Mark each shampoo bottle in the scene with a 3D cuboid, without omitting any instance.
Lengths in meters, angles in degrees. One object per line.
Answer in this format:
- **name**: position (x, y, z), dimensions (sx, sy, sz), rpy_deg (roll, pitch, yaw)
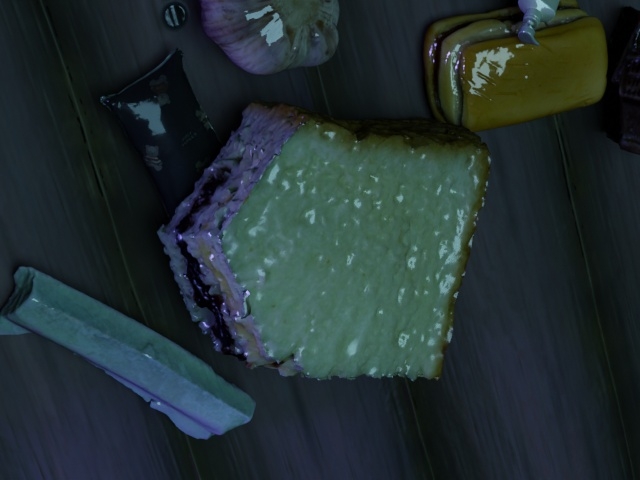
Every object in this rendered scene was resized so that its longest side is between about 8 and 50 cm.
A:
- **shampoo bottle**: position (0.229, -0.260, 1.757), dimensions (0.049, 0.034, 0.141), rpy_deg (34, 57, -18)

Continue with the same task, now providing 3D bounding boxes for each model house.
- **model house**: position (0.360, -0.174, 1.826), dimensions (0.106, 0.165, 0.152), rpy_deg (-9, 106, -6)

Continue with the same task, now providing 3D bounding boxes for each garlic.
- **garlic**: position (-0.054, -0.231, 1.628), dimensions (0.159, 0.102, 0.147), rpy_deg (23, 79, -40)

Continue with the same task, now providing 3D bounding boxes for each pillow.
- **pillow**: position (-0.142, -0.101, 1.644), dimensions (0.090, 0.048, 0.150), rpy_deg (-46, 121, -33)

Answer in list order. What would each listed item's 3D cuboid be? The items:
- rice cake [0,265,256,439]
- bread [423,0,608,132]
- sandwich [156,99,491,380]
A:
- **rice cake**: position (-0.193, 0.117, 1.683), dimensions (0.290, 0.051, 0.081), rpy_deg (32, 122, -28)
- **bread**: position (0.207, -0.184, 1.784), dimensions (0.200, 0.077, 0.116), rpy_deg (-14, 117, -22)
- **sandwich**: position (0.000, 0.000, 1.673), dimensions (0.325, 0.131, 0.262), rpy_deg (4, 103, -39)
